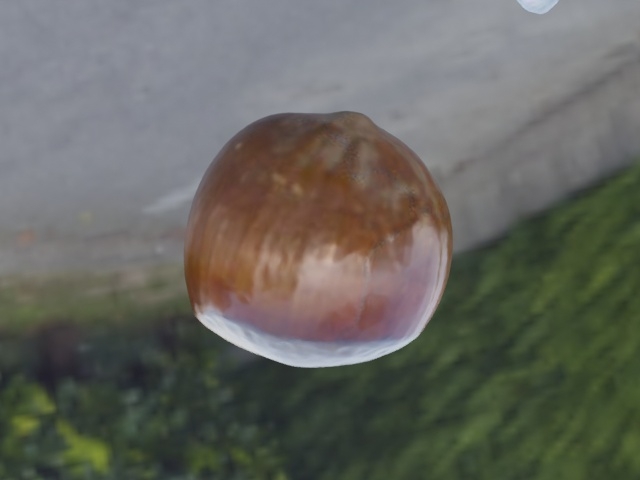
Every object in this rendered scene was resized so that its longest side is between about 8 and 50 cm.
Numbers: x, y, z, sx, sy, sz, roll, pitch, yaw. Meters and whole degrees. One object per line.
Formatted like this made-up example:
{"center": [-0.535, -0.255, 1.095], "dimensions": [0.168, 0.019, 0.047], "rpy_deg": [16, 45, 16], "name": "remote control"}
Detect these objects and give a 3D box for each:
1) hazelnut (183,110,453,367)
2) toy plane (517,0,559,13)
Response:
{"center": [0.000, 0.000, 1.474], "dimensions": [0.214, 0.214, 0.176], "rpy_deg": [-11, -159, -2], "name": "hazelnut"}
{"center": [0.081, -0.242, 1.152], "dimensions": [0.252, 0.252, 0.118], "rpy_deg": [-22, -151, 47], "name": "toy plane"}
